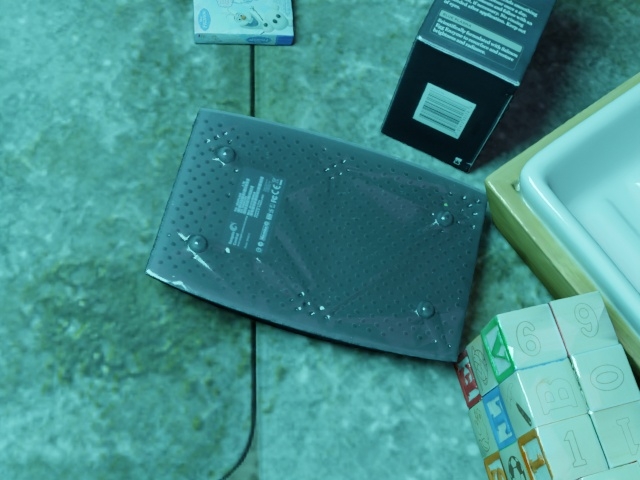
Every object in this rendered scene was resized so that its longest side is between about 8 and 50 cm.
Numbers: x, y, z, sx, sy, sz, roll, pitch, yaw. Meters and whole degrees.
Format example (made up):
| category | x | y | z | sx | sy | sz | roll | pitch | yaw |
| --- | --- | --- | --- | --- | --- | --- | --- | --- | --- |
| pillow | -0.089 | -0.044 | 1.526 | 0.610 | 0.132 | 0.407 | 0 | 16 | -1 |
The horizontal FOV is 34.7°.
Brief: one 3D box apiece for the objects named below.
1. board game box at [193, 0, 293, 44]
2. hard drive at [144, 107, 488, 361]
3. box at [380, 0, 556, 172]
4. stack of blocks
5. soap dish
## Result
| category | x | y | z | sx | sy | sz | roll | pitch | yaw |
| --- | --- | --- | --- | --- | --- | --- | --- | --- | --- |
| board game box | -0.072 | -0.223 | 0.939 | 0.090 | 0.020 | 0.090 | 0 | 68 | -10 |
| hard drive | 0.000 | 0.000 | 0.842 | 0.254 | 0.054 | 0.172 | 16 | 67 | -4 |
| box | 0.133 | -0.170 | 0.878 | 0.093 | 0.156 | 0.158 | 26 | 66 | 3 |
| stack of blocks | 0.199 | 0.194 | 0.733 | 0.087 | 0.171 | 0.297 | -11 | 70 | -14 |
| soap dish | 0.304 | -0.024 | 0.864 | 0.290 | 0.118 | 0.229 | -33 | 77 | -23 |
